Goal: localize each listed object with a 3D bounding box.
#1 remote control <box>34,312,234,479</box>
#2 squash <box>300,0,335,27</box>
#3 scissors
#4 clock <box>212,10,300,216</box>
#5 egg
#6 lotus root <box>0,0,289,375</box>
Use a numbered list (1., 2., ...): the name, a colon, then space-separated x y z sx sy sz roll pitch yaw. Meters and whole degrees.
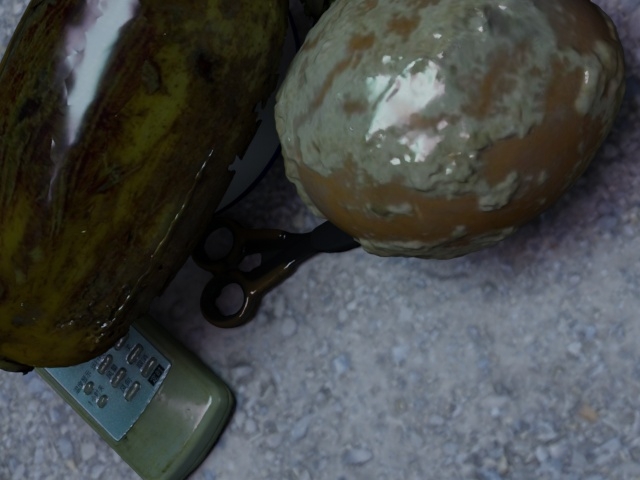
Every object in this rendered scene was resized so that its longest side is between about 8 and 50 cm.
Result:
1. remote control: -0.169 0.090 1.458 0.233 0.038 0.098 41 102 27
2. squash: 0.110 -0.259 1.363 0.260 0.189 0.189 -9 77 -10
3. scissors: 0.000 0.000 1.391 0.220 0.017 0.088 -19 72 25
4. clock: -0.131 -0.128 1.443 0.230 0.083 0.230 -5 80 29
5. egg: 0.088 -0.092 1.256 0.245 0.203 0.203 -21 74 19
6. lotus root: -0.145 -0.092 1.291 0.397 0.179 0.196 -61 32 11
